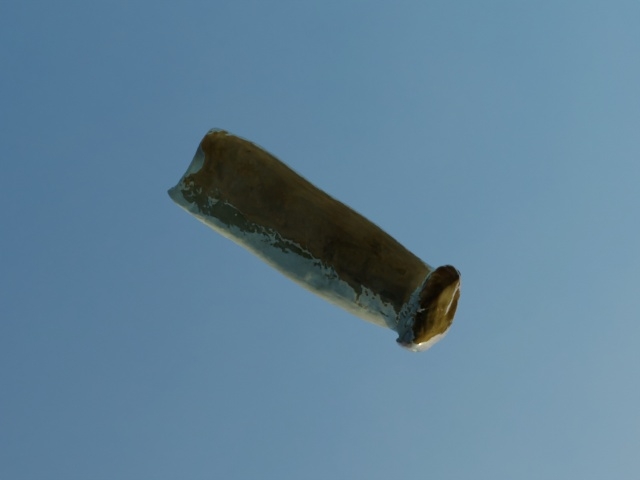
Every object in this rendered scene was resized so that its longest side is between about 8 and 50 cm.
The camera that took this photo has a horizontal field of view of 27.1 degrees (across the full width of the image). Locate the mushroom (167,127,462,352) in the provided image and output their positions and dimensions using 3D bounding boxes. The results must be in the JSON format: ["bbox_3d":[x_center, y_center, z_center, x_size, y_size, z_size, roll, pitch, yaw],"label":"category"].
[{"bbox_3d":[0.000,0.000,1.326,0.312,0.100,0.081,32,-174,4],"label":"mushroom"}]
